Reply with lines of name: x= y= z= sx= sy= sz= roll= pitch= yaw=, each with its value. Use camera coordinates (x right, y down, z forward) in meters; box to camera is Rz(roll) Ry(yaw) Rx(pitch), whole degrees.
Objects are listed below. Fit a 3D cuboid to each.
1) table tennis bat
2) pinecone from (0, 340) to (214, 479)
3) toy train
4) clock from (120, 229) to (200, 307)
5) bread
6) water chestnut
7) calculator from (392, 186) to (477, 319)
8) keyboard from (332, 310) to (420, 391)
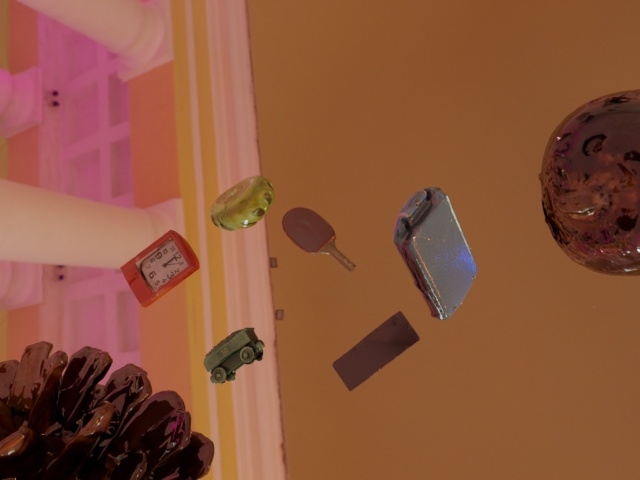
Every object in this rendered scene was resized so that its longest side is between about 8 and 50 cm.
table tennis bat: x=0.000 y=0.000 z=0.847 sx=0.156 sy=0.087 sz=0.013 roll=40 pitch=-44 yaw=9
pinecone: x=-0.209 y=0.200 z=0.368 sx=0.263 sy=0.264 sz=0.265 roll=-4 pitch=-99 yaw=29
toy train: x=-0.220 y=0.292 z=1.230 sx=0.172 sy=0.070 sz=0.100 roll=-37 pitch=-108 yaw=9
clock: x=-0.359 y=0.064 z=1.104 sx=0.155 sy=0.061 sz=0.113 roll=-37 pitch=-107 yaw=3
bread: x=-0.146 y=-0.067 z=0.921 sx=0.139 sy=0.071 sz=0.130 roll=-24 pitch=-149 yaw=25
water chestnut: x=0.387 y=-0.067 z=0.583 sx=0.223 sy=0.238 sz=0.224 roll=14 pitch=-71 yaw=46
calculator: x=0.242 y=0.029 z=0.993 sx=0.051 sy=0.293 sz=0.173 roll=5 pitch=-134 yaw=47
keyboard: x=0.116 y=0.236 z=1.029 sx=0.196 sy=0.015 sz=0.074 roll=-42 pitch=-107 yaw=15
